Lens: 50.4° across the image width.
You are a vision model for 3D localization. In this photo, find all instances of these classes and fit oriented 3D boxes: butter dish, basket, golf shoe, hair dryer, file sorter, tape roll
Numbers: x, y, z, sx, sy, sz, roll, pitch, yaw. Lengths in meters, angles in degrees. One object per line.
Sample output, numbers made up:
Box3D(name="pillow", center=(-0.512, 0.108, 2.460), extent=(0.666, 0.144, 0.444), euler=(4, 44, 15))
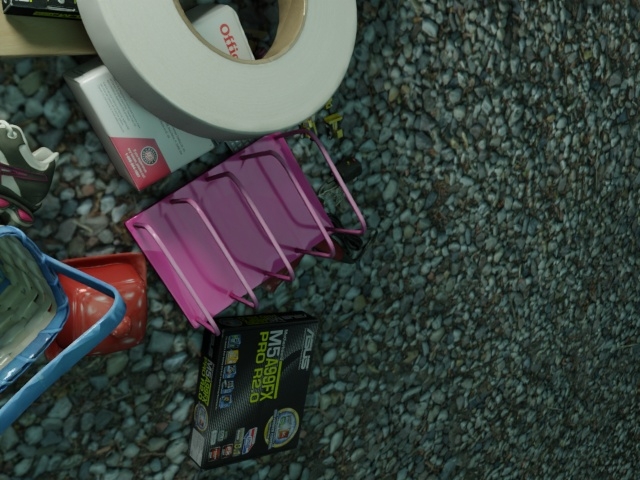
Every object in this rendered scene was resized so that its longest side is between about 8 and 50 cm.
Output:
Box3D(name="butter dish", center=(-0.314, 0.109, 1.002), extent=(0.160, 0.118, 0.160), euler=(-6, 108, -38))
Box3D(name="basket", center=(-0.400, 0.103, 0.801), extent=(0.255, 0.289, 0.201), euler=(-44, 138, -27))
Box3D(name="golf shoe", center=(-0.432, -0.112, 0.813), extent=(0.120, 0.105, 0.273), euler=(-59, 155, -8))
Box3D(name="hair dryer", center=(0.000, 0.000, 1.251), extent=(0.293, 0.080, 0.224), euler=(-33, 124, -27))
Box3D(name="file sorter", center=(-0.107, -0.017, 1.033), extent=(0.290, 0.182, 0.202), euler=(-35, 106, -17))
Box3D(name="tape roll", center=(-0.120, -0.327, 0.891), extent=(0.392, 0.072, 0.392), euler=(1, 89, -36))

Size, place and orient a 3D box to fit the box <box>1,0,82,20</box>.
Box3D(name="box", center=(-0.299, -0.368, 0.833), extent=(0.184, 0.045, 0.191), euler=(-9, 96, -35))

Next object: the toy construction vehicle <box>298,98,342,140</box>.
Box3D(name="toy construction vehicle", center=(0.003, -0.218, 1.208), extent=(0.086, 0.035, 0.098), euler=(-26, 120, -31))

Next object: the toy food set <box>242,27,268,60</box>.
Box3D(name="toy food set", center=(-0.111, -0.278, 1.103), extent=(0.078, 0.019, 0.122), euler=(-5, 108, -39))

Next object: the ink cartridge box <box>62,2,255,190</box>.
Box3D(name="ink cartridge box", center=(-0.211, -0.210, 0.976), extent=(0.237, 0.100, 0.172), euler=(-34, 124, -19))

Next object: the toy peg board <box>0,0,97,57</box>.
Box3D(name="toy peg board", center=(-0.378, -0.304, 0.849), extent=(0.161, 0.079, 0.161), euler=(-15, 98, -37))

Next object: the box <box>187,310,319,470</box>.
Box3D(name="box", center=(-0.122, 0.270, 1.255), extent=(0.216, 0.060, 0.270), euler=(1, 104, -39))

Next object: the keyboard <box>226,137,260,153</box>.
Box3D(name="keyboard", center=(-0.156, -0.228, 1.078), extent=(0.072, 0.014, 0.256), euler=(-38, 127, -8))
